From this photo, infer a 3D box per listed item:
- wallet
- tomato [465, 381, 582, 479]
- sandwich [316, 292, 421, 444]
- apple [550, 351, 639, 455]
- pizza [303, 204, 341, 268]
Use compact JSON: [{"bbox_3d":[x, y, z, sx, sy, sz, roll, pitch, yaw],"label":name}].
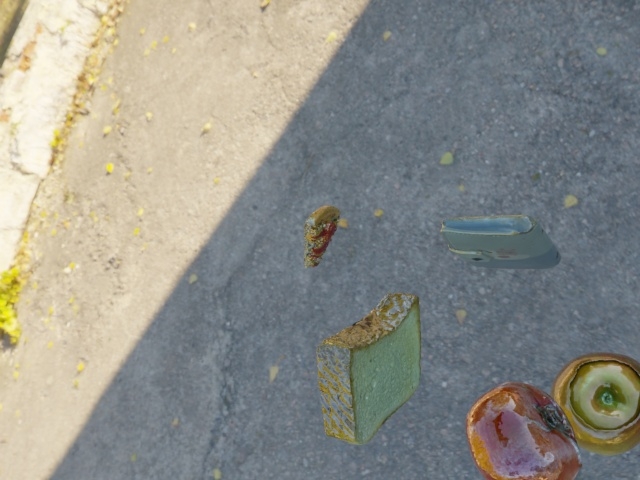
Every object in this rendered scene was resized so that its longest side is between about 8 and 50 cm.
[{"bbox_3d":[0.465,0.012,1.415,0.252,0.360,0.083,-3,72,32],"label":"wallet"},{"bbox_3d":[0.393,0.403,1.090,0.188,0.232,0.232,-52,47,30],"label":"tomato"},{"bbox_3d":[0.084,0.200,0.866,0.065,0.215,0.186,8,110,37],"label":"sandwich"},{"bbox_3d":[0.645,0.369,1.242,0.237,0.207,0.236,-4,79,20],"label":"apple"},{"bbox_3d":[0.000,0.000,1.536,0.062,0.188,0.198,25,115,20],"label":"pizza"}]
